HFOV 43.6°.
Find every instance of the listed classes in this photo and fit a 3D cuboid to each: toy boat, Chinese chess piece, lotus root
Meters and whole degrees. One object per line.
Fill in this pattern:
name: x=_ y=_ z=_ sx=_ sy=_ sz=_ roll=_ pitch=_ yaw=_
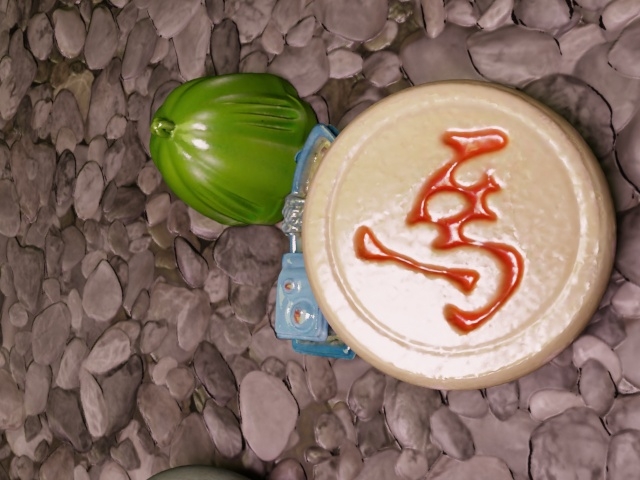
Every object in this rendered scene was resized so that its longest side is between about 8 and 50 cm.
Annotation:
toy boat: x=0.000 y=0.000 z=0.814 sx=0.109 sy=0.098 sz=0.238 roll=2 pitch=87 yaw=31
Chinese chess piece: x=0.114 y=-0.006 z=0.693 sx=0.273 sy=0.102 sz=0.274 roll=-1 pitch=85 yaw=16
lotus root: x=-0.117 y=-0.108 z=0.859 sx=0.186 sy=0.186 sz=0.186 roll=-3 pitch=85 yaw=34

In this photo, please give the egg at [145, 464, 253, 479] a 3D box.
egg: x=-0.108 y=0.325 z=0.820 sx=0.236 sy=0.169 sz=0.169 roll=18 pitch=97 yaw=36
